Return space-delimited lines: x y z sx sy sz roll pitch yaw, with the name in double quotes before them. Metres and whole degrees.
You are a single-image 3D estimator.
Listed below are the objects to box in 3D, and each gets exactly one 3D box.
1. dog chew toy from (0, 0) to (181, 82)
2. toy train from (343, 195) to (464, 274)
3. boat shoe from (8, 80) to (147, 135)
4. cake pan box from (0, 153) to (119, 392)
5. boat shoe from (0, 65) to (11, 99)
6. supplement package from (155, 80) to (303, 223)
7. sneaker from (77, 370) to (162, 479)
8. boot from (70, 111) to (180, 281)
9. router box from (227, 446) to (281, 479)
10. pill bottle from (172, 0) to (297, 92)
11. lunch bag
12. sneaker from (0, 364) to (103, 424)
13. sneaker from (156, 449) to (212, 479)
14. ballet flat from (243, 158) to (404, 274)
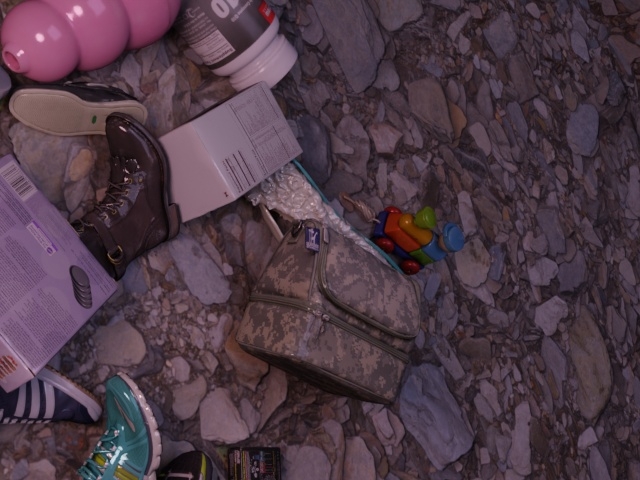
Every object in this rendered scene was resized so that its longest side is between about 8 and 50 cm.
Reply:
"dog chew toy" -0.378 -0.370 1.657 0.332 0.206 0.207 -46 110 -35
"toy train" 0.177 -0.037 2.142 0.248 0.143 0.105 39 52 -31
"boat shoe" -0.402 -0.222 1.676 0.233 0.084 0.079 0 40 -39
"cake pan box" -0.426 0.034 1.394 0.267 0.070 0.246 53 28 -14
"boat shoe" -0.596 -0.259 1.452 0.306 0.105 0.113 23 32 -49
"supplement package" -0.182 -0.149 1.773 0.203 0.194 0.149 -40 105 -46
"sneaker" -0.301 0.332 1.516 0.110 0.107 0.275 -5 103 -36
"boot" -0.339 -0.049 1.637 0.229 0.091 0.263 -41 121 -44
"router box" -0.112 0.418 1.767 0.092 0.038 0.122 12 68 -44
"pill bottle" -0.179 -0.409 1.890 0.283 0.161 0.161 47 48 -24
"lunch bag" 0.028 0.127 1.847 0.305 0.212 0.256 30 73 -34
"sneaker" -0.439 0.238 1.454 0.282 0.099 0.153 46 65 -46
"sneaker" -0.205 0.484 1.618 0.121 0.111 0.300 24 65 -50
"ballet flat" 0.000 0.000 1.984 0.409 0.147 0.147 46 49 -21
